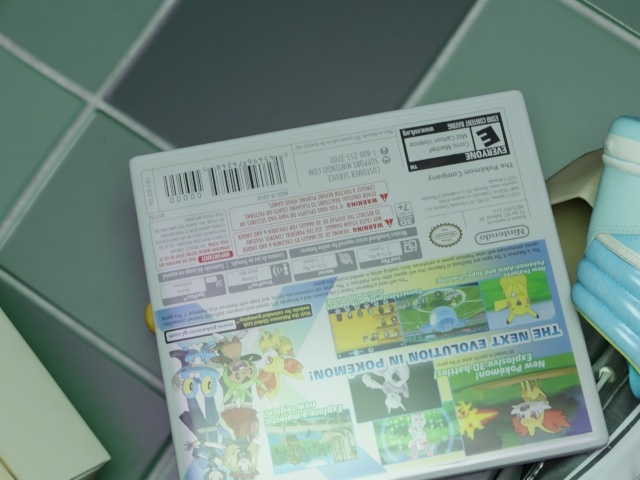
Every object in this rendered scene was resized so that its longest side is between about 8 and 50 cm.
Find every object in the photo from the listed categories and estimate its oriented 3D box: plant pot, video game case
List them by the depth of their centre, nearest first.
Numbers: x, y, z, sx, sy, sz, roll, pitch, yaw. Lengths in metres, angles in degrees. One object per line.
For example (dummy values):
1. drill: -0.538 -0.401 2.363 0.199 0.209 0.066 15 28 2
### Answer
1. video game case: 0.033 0.048 1.085 0.329 0.036 0.299 -10 74 -4
2. plant pot: 0.244 -0.024 1.161 0.109 0.109 0.096 45 64 -14

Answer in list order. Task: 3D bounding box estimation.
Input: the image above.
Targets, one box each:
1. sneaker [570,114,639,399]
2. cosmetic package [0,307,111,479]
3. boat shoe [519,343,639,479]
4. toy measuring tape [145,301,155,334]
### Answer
1. sneaker: 0.341 0.047 1.039 0.319 0.127 0.208 20 100 9
2. cosmetic package: -0.332 0.118 1.140 0.309 0.113 0.160 49 125 12
3. boat shoe: 0.220 0.159 1.138 0.119 0.121 0.335 41 72 18
4. toy measuring tape: 0.000 0.000 1.171 0.330 0.121 0.121 -22 77 -1
